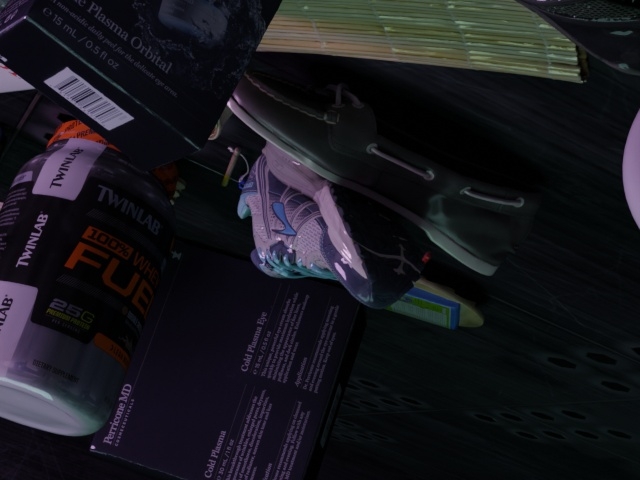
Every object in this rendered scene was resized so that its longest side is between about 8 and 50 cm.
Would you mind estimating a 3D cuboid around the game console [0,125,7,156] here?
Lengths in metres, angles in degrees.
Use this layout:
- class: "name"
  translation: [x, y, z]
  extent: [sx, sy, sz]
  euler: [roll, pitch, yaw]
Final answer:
- class: "game console"
  translation: [-0.517, -0.005, 1.614]
  extent: [0.250, 0.293, 0.173]
  euler: [8, 162, 31]

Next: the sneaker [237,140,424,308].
- class: "sneaker"
  translation: [0.000, 0.000, 1.139]
  extent: [0.110, 0.122, 0.283]
  euler: [28, -165, -32]

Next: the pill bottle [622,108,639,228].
- class: "pill bottle"
  translation: [0.350, 0.000, 0.867]
  extent: [0.181, 0.181, 0.323]
  euler: [7, 159, 35]

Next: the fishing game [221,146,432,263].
- class: "fishing game"
  translation: [0.007, -0.031, 1.404]
  extent: [0.264, 0.041, 0.189]
  euler: [27, 163, 1]

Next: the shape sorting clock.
- class: "shape sorting clock"
  translation: [0.121, 0.069, 1.590]
  extent: [0.206, 0.040, 0.206]
  euler: [18, 167, 4]

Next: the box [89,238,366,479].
- class: "box"
  translation: [-0.128, 0.214, 1.802]
  extent: [0.312, 0.343, 0.179]
  euler: [17, 164, 9]

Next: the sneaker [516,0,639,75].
- class: "sneaker"
  translation: [0.171, -0.155, 0.687]
  extent: [0.227, 0.087, 0.130]
  euler: [26, -174, -9]

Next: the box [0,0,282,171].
- class: "box"
  translation: [-0.133, -0.163, 0.874]
  extent: [0.156, 0.158, 0.093]
  euler: [37, 153, -26]

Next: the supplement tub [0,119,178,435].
- class: "supplement tub"
  translation: [-0.296, 0.041, 1.404]
  extent: [0.207, 0.338, 0.207]
  euler: [14, 156, 6]

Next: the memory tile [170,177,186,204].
- class: "memory tile"
  translation: [-0.250, -0.087, 1.547]
  extent: [0.148, 0.012, 0.113]
  euler: [22, 164, -12]

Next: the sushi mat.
- class: "sushi mat"
  translation: [0.047, -0.176, 0.926]
  extent: [0.316, 0.019, 0.151]
  euler: [10, 161, 27]

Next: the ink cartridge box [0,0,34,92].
- class: "ink cartridge box"
  translation: [-0.357, -0.221, 1.051]
  extent: [0.273, 0.115, 0.198]
  euler: [2, 157, 46]

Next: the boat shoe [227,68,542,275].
- class: "boat shoe"
  translation: [0.064, -0.085, 1.108]
  extent: [0.335, 0.095, 0.112]
  euler: [30, -164, -24]

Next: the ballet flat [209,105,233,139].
- class: "ballet flat"
  translation: [-0.123, -0.147, 1.141]
  extent: [0.057, 0.052, 0.168]
  euler: [12, 162, 23]

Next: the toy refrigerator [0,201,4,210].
- class: "toy refrigerator"
  translation: [-0.523, -0.003, 1.963]
  extent: [0.269, 0.102, 0.094]
  euler: [10, 162, 29]
